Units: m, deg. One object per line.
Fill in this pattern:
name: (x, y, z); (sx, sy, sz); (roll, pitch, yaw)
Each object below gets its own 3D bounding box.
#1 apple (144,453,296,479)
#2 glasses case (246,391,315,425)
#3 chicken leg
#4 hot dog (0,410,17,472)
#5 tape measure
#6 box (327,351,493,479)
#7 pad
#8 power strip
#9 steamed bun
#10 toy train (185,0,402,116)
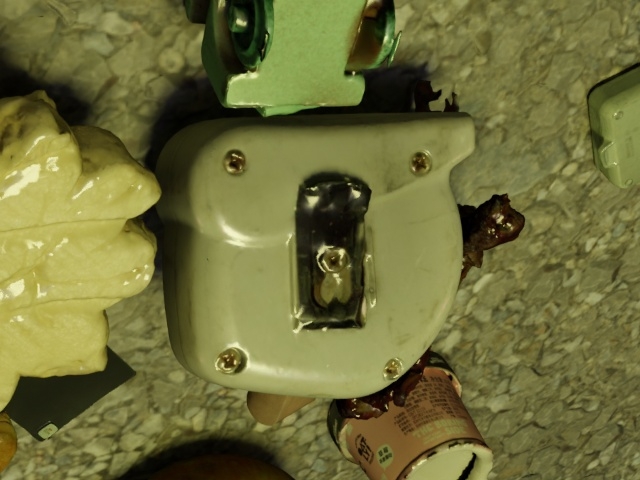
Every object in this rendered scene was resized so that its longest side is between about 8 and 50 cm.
apple: (-0.101, 0.346, 1.388); (0.246, 0.226, 0.246); (-15, 134, -16)
glasses case: (-0.014, 0.074, 1.321); (0.102, 0.070, 0.193); (-25, 143, -53)
chicken leg: (0.091, 0.058, 1.293); (0.083, 0.177, 0.322); (22, 117, -13)
hot dog: (-0.394, 0.170, 1.169); (0.286, 0.061, 0.087); (11, 125, -39)
tape measure: (0.000, 0.000, 1.149); (0.258, 0.130, 0.265); (-5, 94, -28)
box: (0.103, 0.215, 1.459); (0.151, 0.135, 0.151); (-18, 137, -18)
pad: (-0.259, 0.108, 1.239); (0.116, 0.004, 0.193); (-35, 137, 1)
power strip: (0.384, -0.149, 1.362); (0.271, 0.046, 0.118); (-26, 135, -6)
steamed bun: (-0.269, 0.009, 1.049); (0.292, 0.137, 0.295); (-45, 145, 6)
toy train: (-0.003, -0.243, 0.963); (0.129, 0.159, 0.326); (-5, 134, -24)
